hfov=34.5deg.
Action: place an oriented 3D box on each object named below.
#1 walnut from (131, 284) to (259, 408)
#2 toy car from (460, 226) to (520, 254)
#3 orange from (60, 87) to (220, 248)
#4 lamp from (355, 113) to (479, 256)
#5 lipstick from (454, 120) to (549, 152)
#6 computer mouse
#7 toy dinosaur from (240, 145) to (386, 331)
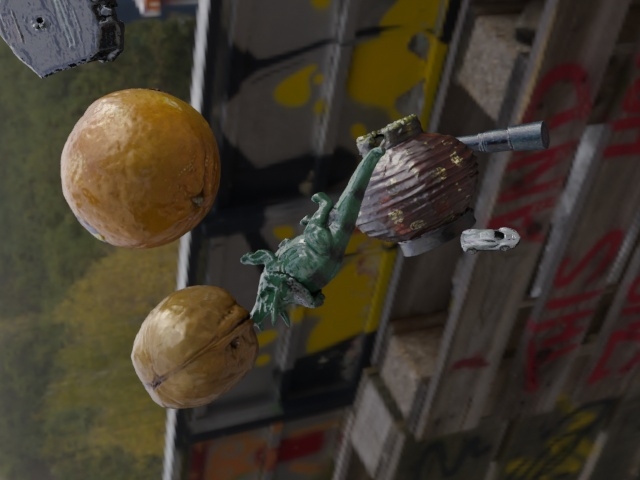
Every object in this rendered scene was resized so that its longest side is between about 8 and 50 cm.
[{"bbox_3d":[-0.155,0.130,1.304,0.144,0.180,0.144,14,115,31],"label":"walnut"},{"bbox_3d":[0.269,-0.002,1.632,0.025,0.093,0.041,73,-165,-45],"label":"toy car"},{"bbox_3d":[-0.237,-0.094,1.378,0.193,0.219,0.219,19,116,48],"label":"orange"},{"bbox_3d":[0.157,-0.097,1.770,0.247,0.247,0.246,171,90,-67],"label":"lamp"},{"bbox_3d":[0.316,-0.189,1.967,0.234,0.053,0.053,-4,96,30],"label":"lipstick"},{"bbox_3d":[-0.226,-0.201,0.926,0.172,0.057,0.099,5,118,41],"label":"computer mouse"},{"bbox_3d":[-0.013,-0.008,1.371,0.120,0.079,0.292,30,95,30],"label":"toy dinosaur"}]
